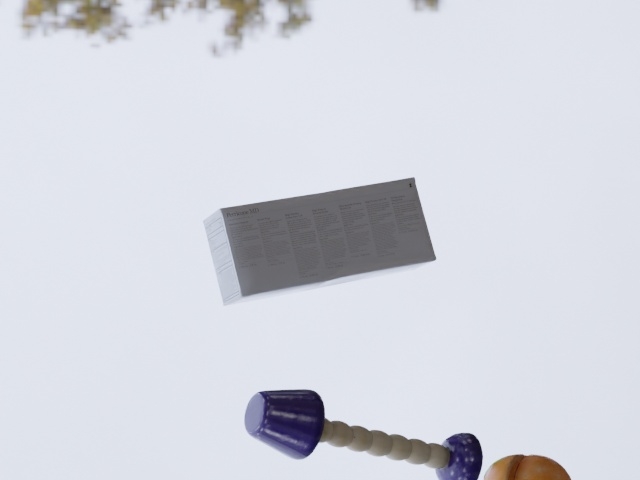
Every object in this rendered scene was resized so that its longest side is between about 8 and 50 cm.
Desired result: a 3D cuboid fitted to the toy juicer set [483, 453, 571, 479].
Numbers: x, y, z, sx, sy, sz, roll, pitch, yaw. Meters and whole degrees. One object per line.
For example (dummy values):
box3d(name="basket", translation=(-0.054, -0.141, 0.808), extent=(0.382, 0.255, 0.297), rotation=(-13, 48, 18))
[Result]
box3d(name="toy juicer set", translation=(0.211, 0.303, 1.280), extent=(0.209, 0.329, 0.089), rotation=(-45, -6, -14))

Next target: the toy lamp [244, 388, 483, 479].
box3d(name="toy lamp", translation=(0.046, 0.214, 1.840), extent=(0.275, 0.080, 0.080), rotation=(17, -100, -30))

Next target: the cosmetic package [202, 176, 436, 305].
box3d(name="cosmetic package", translation=(0.000, 0.000, 1.830), extent=(0.239, 0.060, 0.098), rotation=(-9, -98, -27))
